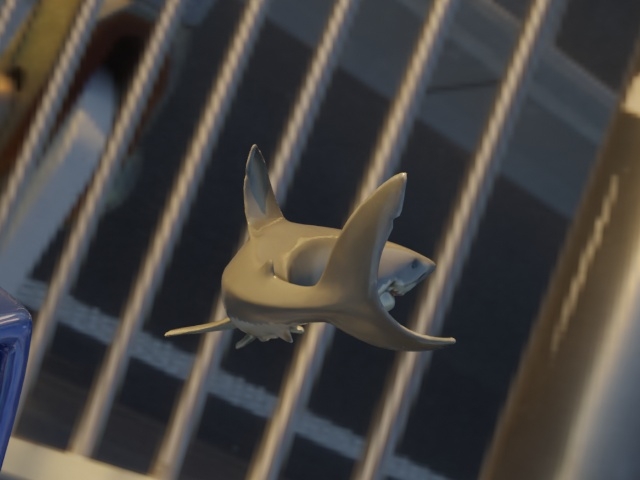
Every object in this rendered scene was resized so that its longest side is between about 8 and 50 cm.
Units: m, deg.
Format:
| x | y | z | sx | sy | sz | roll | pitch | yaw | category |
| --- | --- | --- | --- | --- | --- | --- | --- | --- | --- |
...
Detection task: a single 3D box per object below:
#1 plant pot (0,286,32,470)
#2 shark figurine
| x | y | z | sx | sy | sz | roll | pitch | yaw | category |
| --- | --- | --- | --- | --- | --- | --- | --- | --- | --- |
| -0.330 | 0.100 | 1.004 | 0.236 | 0.212 | 0.236 | -16 | 135 | -44 | plant pot |
| -0.018 | 0.002 | 0.999 | 0.166 | 0.278 | 0.116 | -6 | 91 | 2 | shark figurine |
